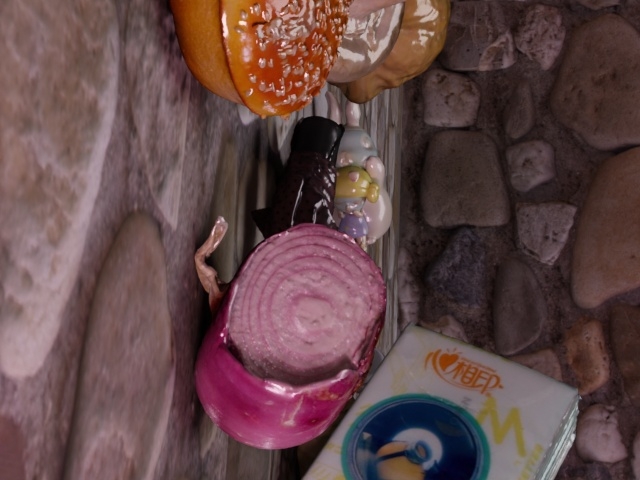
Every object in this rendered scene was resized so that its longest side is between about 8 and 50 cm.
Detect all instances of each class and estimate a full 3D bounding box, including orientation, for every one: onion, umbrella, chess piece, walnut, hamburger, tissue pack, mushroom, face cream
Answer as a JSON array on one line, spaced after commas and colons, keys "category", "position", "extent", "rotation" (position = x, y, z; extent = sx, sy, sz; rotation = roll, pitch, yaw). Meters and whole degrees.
[{"category": "onion", "position": [-0.033, 0.099, 0.951], "extent": [0.201, 0.200, 0.207], "rotation": [78, 2, -54]}, {"category": "umbrella", "position": [-0.028, 0.000, 1.152], "extent": [0.090, 0.094, 0.326], "rotation": [27, 66, -31]}, {"category": "chess piece", "position": [0.000, 0.323, 1.485], "extent": [0.090, 0.090, 0.200], "rotation": [-63, 159, -71]}, {"category": "walnut", "position": [0.071, -0.318, 1.432], "extent": [0.257, 0.224, 0.257], "rotation": [4, 90, -88]}, {"category": "hamburger", "position": [-0.049, -0.225, 0.904], "extent": [0.237, 0.147, 0.237], "rotation": [0, 90, -78]}, {"category": "tissue pack", "position": [0.155, 0.324, 1.371], "extent": [0.388, 0.287, 0.162], "rotation": [-51, 152, -37]}, {"category": "mushroom", "position": [0.037, -0.295, 1.190], "extent": [0.207, 0.215, 0.207], "rotation": [0, 89, -41]}, {"category": "face cream", "position": [0.088, 0.258, 1.987], "extent": [0.095, 0.091, 0.091], "rotation": [90, 5, -59]}]

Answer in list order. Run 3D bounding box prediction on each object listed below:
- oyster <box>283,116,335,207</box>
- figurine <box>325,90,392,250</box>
[{"category": "oyster", "position": [-0.011, 0.001, 1.319], "extent": [0.271, 0.100, 0.275], "rotation": [-82, 156, -53]}, {"category": "figurine", "position": [0.044, -0.114, 1.626], "extent": [0.155, 0.127, 0.236], "rotation": [-58, 143, -56]}]
